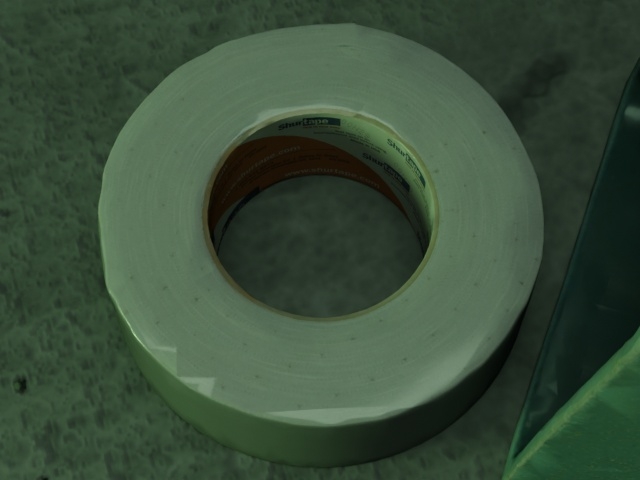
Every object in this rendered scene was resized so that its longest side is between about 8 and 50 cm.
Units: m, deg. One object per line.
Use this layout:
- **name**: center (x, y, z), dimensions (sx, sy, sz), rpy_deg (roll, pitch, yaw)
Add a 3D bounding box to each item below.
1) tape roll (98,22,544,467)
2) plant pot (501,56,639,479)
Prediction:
- **tape roll**: center (0.000, 0.000, 0.747), dimensions (0.219, 0.072, 0.219), rpy_deg (0, 66, -1)
- **plant pot**: center (0.257, 0.014, 0.657), dimensions (0.252, 0.247, 0.247), rpy_deg (20, 67, 3)
